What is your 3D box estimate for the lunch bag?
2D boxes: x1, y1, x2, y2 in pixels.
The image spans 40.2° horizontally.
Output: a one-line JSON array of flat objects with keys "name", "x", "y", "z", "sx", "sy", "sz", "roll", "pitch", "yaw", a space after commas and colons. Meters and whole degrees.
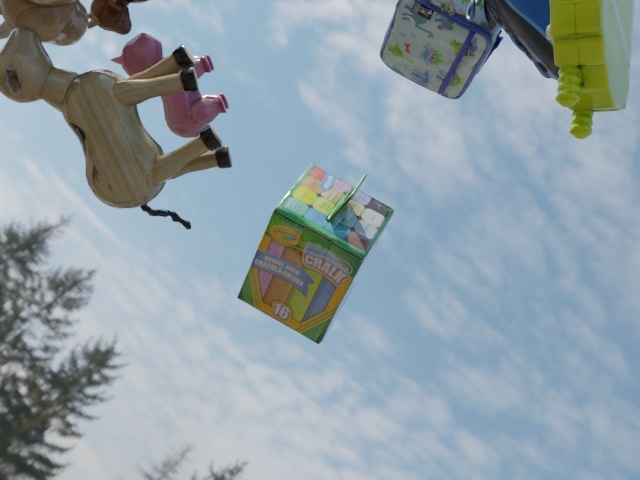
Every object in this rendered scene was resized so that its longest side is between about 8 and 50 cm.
[{"name": "lunch bag", "x": 0.200, "y": -0.336, "z": 1.448, "sx": 0.176, "sy": 0.090, "sz": 0.219, "roll": 28, "pitch": -21, "yaw": 0}]

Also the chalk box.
[{"name": "chalk box", "x": 0.000, "y": 0.000, "z": 1.138, "sx": 0.132, "sy": 0.132, "sz": 0.213, "roll": 29, "pitch": -53, "yaw": 5}]

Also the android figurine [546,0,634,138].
[{"name": "android figurine", "x": 0.249, "y": -0.230, "z": 0.800, "sx": 0.056, "sy": 0.273, "sz": 0.248, "roll": 2, "pitch": -17, "yaw": 28}]

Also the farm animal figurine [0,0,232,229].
[{"name": "farm animal figurine", "x": -0.210, "y": -0.207, "z": 0.719, "sx": 0.327, "sy": 0.172, "sz": 0.330, "roll": 66, "pitch": 6, "yaw": -50}]

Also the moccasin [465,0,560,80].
[{"name": "moccasin", "x": 0.284, "y": -0.344, "z": 1.289, "sx": 0.342, "sy": 0.138, "sz": 0.117, "roll": 47, "pitch": -24, "yaw": -26}]
